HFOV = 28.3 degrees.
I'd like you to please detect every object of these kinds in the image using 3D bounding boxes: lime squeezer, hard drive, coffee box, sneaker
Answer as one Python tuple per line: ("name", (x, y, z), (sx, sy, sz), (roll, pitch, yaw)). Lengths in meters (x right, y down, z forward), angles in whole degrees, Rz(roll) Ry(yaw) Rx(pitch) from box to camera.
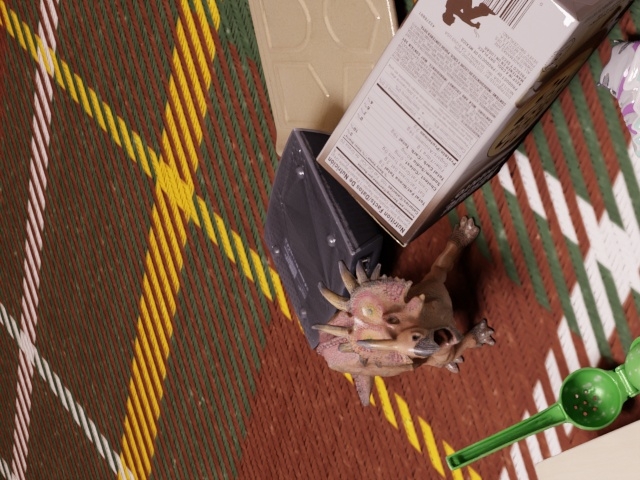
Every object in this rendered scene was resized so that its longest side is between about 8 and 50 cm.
("lime squeezer", (0.257, 0.118, 1.105), (0.310, 0.110, 0.058), (-31, 58, 24))
("hard drive", (0.000, 0.000, 1.378), (0.254, 0.054, 0.172), (110, 140, -62))
("coffee box", (0.138, -0.149, 1.070), (0.119, 0.168, 0.297), (45, 139, 9))
("sneaker", (0.255, -0.120, 1.056), (0.069, 0.038, 0.098), (18, 109, 51))

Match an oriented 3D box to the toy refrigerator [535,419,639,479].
("toy refrigerator", (0.311, 0.187, 1.062), (0.269, 0.094, 0.102), (-40, 68, 51))

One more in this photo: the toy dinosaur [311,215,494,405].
("toy dinosaur", (0.058, 0.090, 1.267), (0.127, 0.200, 0.296), (63, 144, 13))

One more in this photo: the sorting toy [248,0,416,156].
("sorting toy", (0.047, -0.191, 1.312), (0.307, 0.041, 0.229), (9, 114, 45))
